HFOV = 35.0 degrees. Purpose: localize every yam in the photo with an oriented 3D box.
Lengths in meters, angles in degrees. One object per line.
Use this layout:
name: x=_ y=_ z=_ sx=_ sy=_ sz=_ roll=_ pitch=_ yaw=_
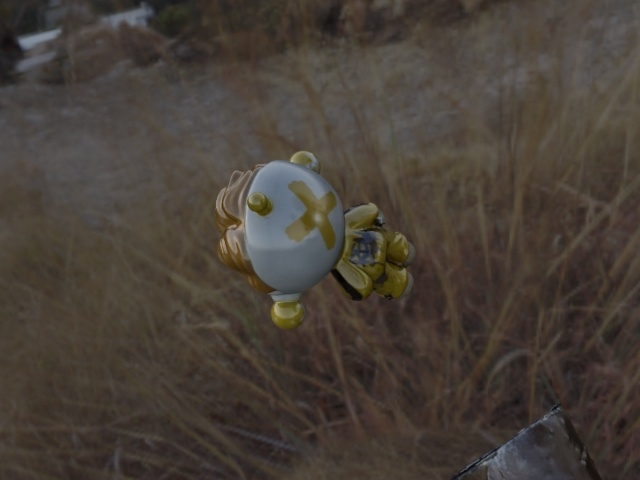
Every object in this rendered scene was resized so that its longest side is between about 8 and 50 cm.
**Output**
yam: x=0.218 y=0.288 z=0.865 sx=0.131 sy=0.131 sz=0.279 roll=-23 pitch=80 yaw=-17

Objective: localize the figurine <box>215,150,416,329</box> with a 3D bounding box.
figurine: x=0.000 y=0.005 z=0.594 sx=0.068 sy=0.143 sz=0.101 roll=-10 pitch=44 yaw=45
